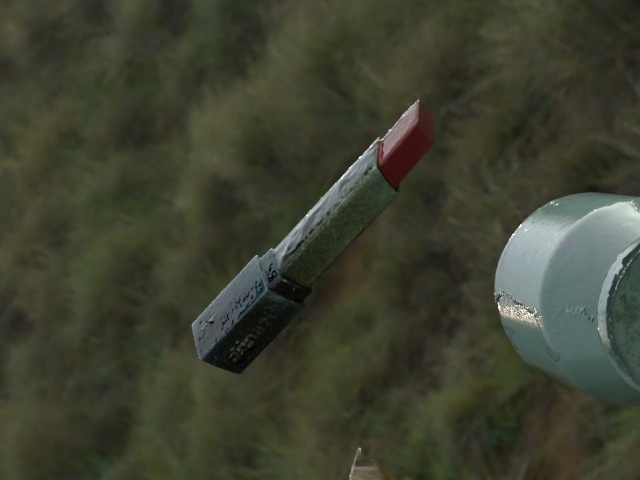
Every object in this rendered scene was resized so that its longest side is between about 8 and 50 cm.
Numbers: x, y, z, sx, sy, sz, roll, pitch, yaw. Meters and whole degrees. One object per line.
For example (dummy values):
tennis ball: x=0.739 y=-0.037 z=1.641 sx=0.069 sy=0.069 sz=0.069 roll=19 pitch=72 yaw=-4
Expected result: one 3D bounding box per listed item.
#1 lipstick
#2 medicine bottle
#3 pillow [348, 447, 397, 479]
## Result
lipstick: x=0.000 y=0.000 z=1.345 sx=0.312 sy=0.051 sz=0.051 roll=-46 pitch=37 yaw=24
medicine bottle: x=0.357 y=0.069 z=1.714 sx=0.245 sy=0.245 sz=0.290 roll=-65 pitch=12 yaw=-1
pillow: x=0.105 y=0.423 z=1.611 sx=0.119 sy=0.312 sz=0.310 roll=-30 pitch=28 yaw=45
